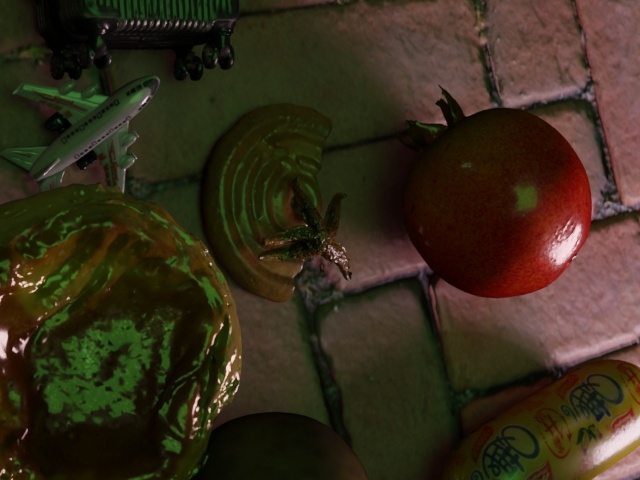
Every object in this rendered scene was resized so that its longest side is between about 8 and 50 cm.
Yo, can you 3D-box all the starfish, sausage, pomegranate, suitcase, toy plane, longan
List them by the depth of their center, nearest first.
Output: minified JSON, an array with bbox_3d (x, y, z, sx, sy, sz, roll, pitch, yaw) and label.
[{"bbox_3d":[-0.233,-0.112,1.574,0.171,0.065,0.162,-41,110,-10],"label":"toy plane"},{"bbox_3d":[-0.192,-0.323,1.590,0.202,0.128,0.312,-3,86,-33],"label":"suitcase"},{"bbox_3d":[-0.040,0.281,1.594,0.196,0.196,0.220,-26,92,-31],"label":"longan"},{"bbox_3d":[0.004,-0.002,1.699,0.130,0.041,0.133,45,65,-25],"label":"starfish"},{"bbox_3d":[0.187,-0.056,1.765,0.221,0.221,0.256,-31,76,-31],"label":"pomegranate"},{"bbox_3d":[0.272,0.239,1.833,0.347,0.123,0.123,-26,99,-32],"label":"sausage"}]

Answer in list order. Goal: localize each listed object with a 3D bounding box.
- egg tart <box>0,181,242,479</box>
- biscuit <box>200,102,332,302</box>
[{"bbox_3d":[-0.246,0.115,1.502,0.352,0.150,0.352,4,83,-30],"label":"egg tart"},{"bbox_3d":[-0.062,-0.056,1.704,0.144,0.033,0.224,23,73,-29],"label":"biscuit"}]
